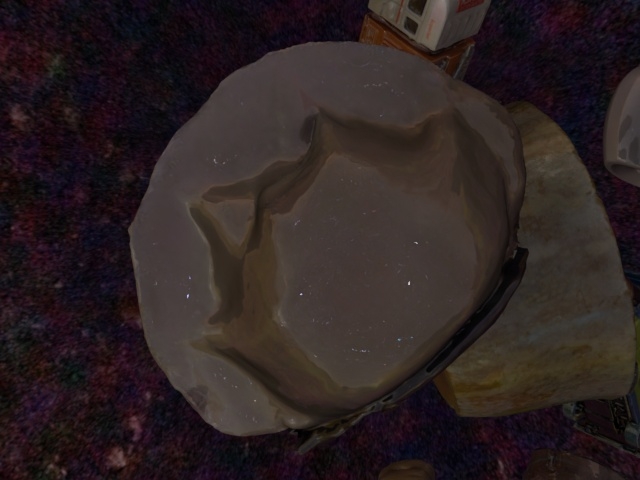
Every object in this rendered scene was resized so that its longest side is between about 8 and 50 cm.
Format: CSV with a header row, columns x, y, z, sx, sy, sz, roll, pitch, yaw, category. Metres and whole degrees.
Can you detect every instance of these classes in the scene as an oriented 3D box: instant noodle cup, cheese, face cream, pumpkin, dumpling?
x,y,z,sx,sy,sz,roll,pitch,yaw,category
0.403,0.473,0.981,0.217,0.217,0.207,30,63,1,instant noodle cup
0.155,0.519,1.134,0.117,0.218,0.235,7,123,11,cheese
0.901,-0.326,1.569,0.312,0.219,0.357,24,90,-20,face cream
0.162,0.034,0.655,0.199,0.332,0.333,-18,93,4,pumpkin
0.009,0.012,0.378,0.293,0.163,0.204,-41,132,4,dumpling

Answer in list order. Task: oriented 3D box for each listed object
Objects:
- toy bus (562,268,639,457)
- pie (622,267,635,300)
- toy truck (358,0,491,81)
x,y,z,sx,sy,sz,roll,pitch,yaw,category
0.527,0.215,1.073,0.190,0.152,0.312,-41,121,-22,toy bus
0.311,0.085,0.892,0.308,0.085,0.309,-1,75,5,pie
0.175,-0.351,1.125,0.173,0.388,0.207,-31,63,-30,toy truck
